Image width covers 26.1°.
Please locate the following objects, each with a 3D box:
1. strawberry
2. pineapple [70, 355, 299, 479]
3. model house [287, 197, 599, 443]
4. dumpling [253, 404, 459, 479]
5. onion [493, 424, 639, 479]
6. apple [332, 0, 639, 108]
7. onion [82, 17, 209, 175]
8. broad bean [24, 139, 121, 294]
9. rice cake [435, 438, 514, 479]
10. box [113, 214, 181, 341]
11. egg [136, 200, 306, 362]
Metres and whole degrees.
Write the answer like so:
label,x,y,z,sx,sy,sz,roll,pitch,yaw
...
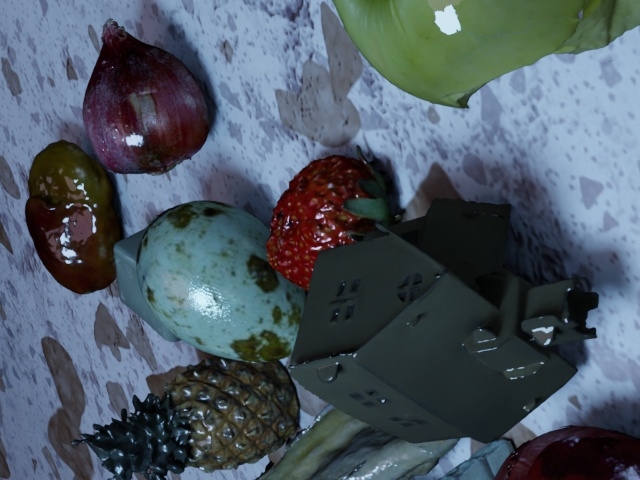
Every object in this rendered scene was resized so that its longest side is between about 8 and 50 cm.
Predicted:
label,x,y,z,sx,sy,sz,roll,pitch,yaw
strawberry,-0.007,-0.014,1.482,0.228,0.098,0.174,13,120,53
pineapple,-0.170,0.236,1.735,0.158,0.278,0.158,32,132,44
model house,0.137,0.058,1.241,0.243,0.211,0.204,-14,54,40
dumpling,0.034,0.254,1.550,0.332,0.166,0.086,-29,114,26
onion,0.226,0.290,1.210,0.252,0.219,0.252,30,126,52
apple,0.128,-0.225,0.976,0.279,0.279,0.279,36,138,41
onion,-0.217,-0.174,1.656,0.159,0.159,0.195,-2,108,58
broad bean,-0.357,-0.031,1.998,0.156,0.122,0.228,31,138,48
rice cake,0.187,0.322,1.396,0.211,0.124,0.038,61,154,-1
box,-0.205,0.056,1.844,0.172,0.093,0.124,34,137,43
egg,-0.112,0.052,1.628,0.231,0.169,0.169,40,143,11
